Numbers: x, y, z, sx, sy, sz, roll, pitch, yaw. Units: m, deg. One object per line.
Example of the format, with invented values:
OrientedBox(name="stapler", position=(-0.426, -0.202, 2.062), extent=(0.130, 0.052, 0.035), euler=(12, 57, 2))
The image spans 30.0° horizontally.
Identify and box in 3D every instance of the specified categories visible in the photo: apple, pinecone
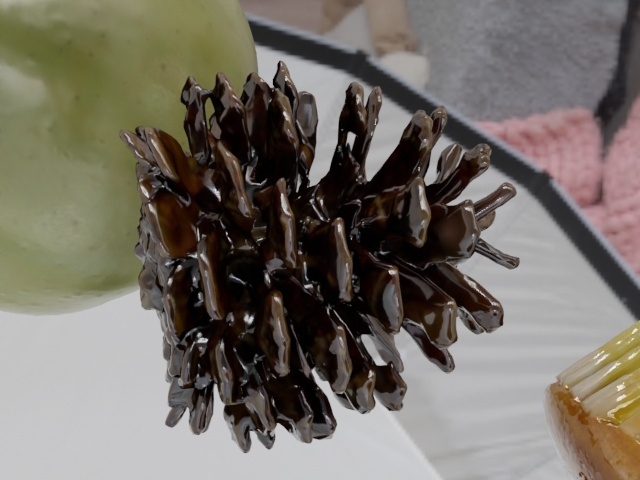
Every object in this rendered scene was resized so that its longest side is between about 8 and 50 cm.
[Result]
OrientedBox(name="apple", position=(-0.227, -0.125, 0.952), extent=(0.357, 0.357, 0.358), euler=(-178, 90, -82))
OrientedBox(name="pinecone", position=(0.004, 0.003, 0.509), extent=(0.163, 0.165, 0.163), euler=(172, 90, -79))

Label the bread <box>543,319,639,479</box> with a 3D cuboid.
OrientedBox(name="bread", position=(0.250, 0.168, 0.691), extent=(0.204, 0.156, 0.288), euler=(46, -173, -48))
